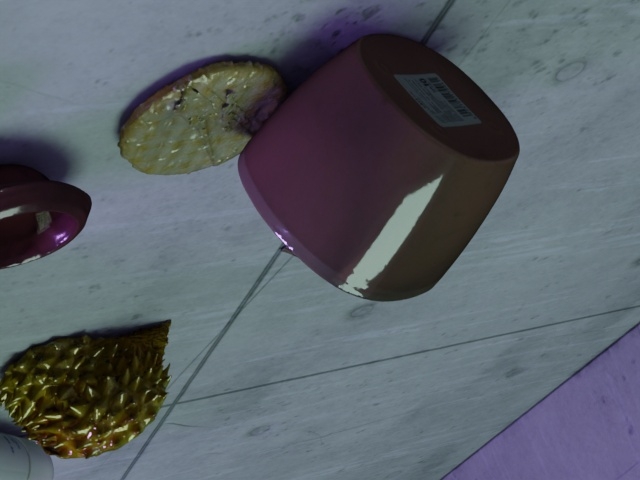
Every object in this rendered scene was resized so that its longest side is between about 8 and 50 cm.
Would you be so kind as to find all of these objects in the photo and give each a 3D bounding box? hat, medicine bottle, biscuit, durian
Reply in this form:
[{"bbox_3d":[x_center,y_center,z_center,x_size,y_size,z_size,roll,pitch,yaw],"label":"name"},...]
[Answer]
[{"bbox_3d":[-0.370,-0.035,1.424,0.206,0.089,0.205,-20,162,-7],"label":"hat"},{"bbox_3d":[-0.585,0.390,2.117,0.130,0.130,0.341,-27,158,11],"label":"medicine bottle"},{"bbox_3d":[-0.138,-0.142,1.465,0.220,0.033,0.220,-20,157,-9],"label":"biscuit"},{"bbox_3d":[-0.361,0.252,1.942,0.305,0.195,0.185,-19,150,-3],"label":"durian"}]

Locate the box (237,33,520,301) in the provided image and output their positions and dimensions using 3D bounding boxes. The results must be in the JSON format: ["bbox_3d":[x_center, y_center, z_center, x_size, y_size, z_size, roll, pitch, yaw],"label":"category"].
[{"bbox_3d":[0.084,-0.097,1.466,0.301,0.301,0.216,6,133,-48],"label":"box"}]

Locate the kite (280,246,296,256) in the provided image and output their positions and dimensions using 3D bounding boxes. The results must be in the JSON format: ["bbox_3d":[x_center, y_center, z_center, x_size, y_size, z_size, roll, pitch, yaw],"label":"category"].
[{"bbox_3d":[0.000,0.000,1.936,0.139,0.011,0.156,-15,157,-23],"label":"kite"}]
